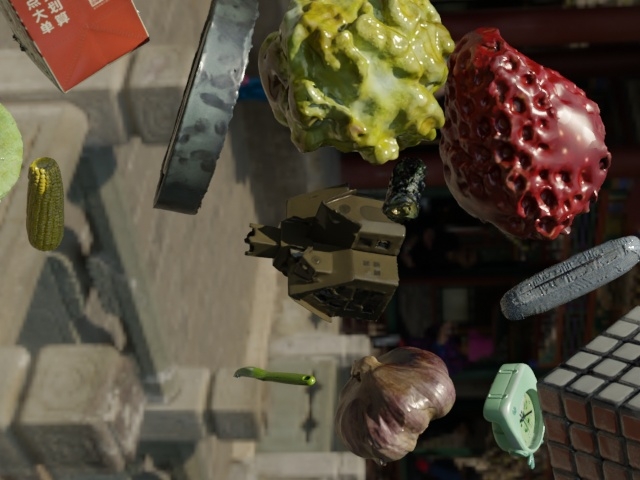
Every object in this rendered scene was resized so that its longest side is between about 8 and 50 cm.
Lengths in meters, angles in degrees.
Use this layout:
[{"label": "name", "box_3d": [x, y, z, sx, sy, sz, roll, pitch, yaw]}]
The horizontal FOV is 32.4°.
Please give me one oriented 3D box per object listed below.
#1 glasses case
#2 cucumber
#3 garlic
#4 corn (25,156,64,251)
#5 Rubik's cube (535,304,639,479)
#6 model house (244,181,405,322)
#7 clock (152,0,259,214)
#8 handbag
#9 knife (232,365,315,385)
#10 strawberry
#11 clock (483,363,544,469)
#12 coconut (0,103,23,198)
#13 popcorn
[{"label": "glasses case", "box_3d": [0.463, 0.071, 2.034, 0.067, 0.282, 0.109, 65, 10, 22]}, {"label": "cucumber", "box_3d": [0.117, -0.075, 1.515, 0.181, 0.053, 0.053, -71, 159, -60]}, {"label": "garlic", "box_3d": [0.121, 0.283, 1.995, 0.160, 0.245, 0.245, 53, 20, -20]}, {"label": "corn", "box_3d": [-0.478, -0.059, 1.910, 0.067, 0.067, 0.206, -85, -175, -46]}, {"label": "Rubik's cube", "box_3d": [0.459, 0.253, 1.455, 0.237, 0.238, 0.237, -31, 118, -33]}, {"label": "model house", "box_3d": [0.000, 0.000, 1.842, 0.204, 0.243, 0.211, 113, -20, -48]}, {"label": "clock", "box_3d": [-0.154, -0.181, 1.465, 0.312, 0.061, 0.312, -163, -90, -80]}, {"label": "handbag", "box_3d": [-0.357, -0.353, 1.383, 0.171, 0.151, 0.298, 43, -16, 44]}, {"label": "knife", "box_3d": [-0.079, 0.217, 1.765, 0.026, 0.184, 0.022, 56, 51, -32]}, {"label": "strawberry", "box_3d": [0.312, -0.188, 1.848, 0.345, 0.295, 0.317, 49, 31, -29]}, {"label": "clock", "box_3d": [0.409, 0.372, 2.272, 0.159, 0.066, 0.210, -53, 129, -44]}, {"label": "coconut", "box_3d": [-0.420, -0.130, 1.305, 0.055, 0.158, 0.133, -41, -157, 58]}, {"label": "popcorn", "box_3d": [0.069, -0.255, 1.705, 0.312, 0.312, 0.312, -2, 90, -84]}]
